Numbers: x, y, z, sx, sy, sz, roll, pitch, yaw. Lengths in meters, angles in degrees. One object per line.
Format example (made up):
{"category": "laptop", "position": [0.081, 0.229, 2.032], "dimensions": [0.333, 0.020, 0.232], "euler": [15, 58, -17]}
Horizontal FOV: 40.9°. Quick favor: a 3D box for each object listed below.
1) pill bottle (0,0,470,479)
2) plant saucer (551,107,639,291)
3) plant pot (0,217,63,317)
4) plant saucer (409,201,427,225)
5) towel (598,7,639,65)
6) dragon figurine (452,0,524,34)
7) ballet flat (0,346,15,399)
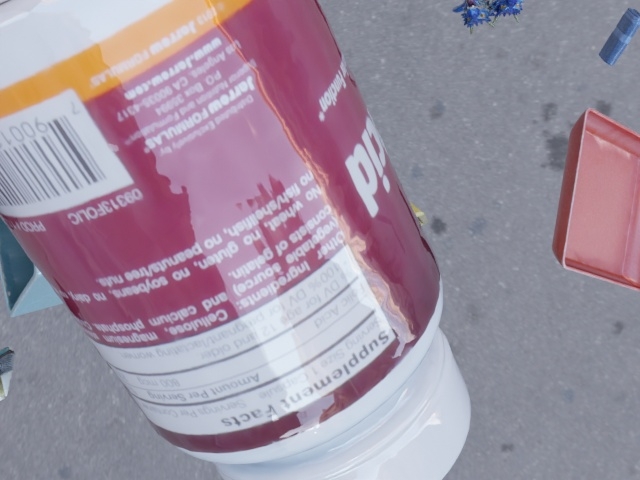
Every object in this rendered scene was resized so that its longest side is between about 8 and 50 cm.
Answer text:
{"category": "pill bottle", "position": [-0.054, -0.003, 0.553], "dimensions": [0.224, 0.224, 0.392], "euler": [-31, 118, -6]}
{"category": "plant saucer", "position": [0.474, -0.061, 1.428], "dimensions": [0.259, 0.048, 0.259], "euler": [14, 83, -41]}
{"category": "plant pot", "position": [-0.455, -0.027, 1.599], "dimensions": [0.252, 0.247, 0.247], "euler": [-9, 73, -33]}
{"category": "plant saucer", "position": [0.000, 0.000, 1.354], "dimensions": [0.333, 0.333, 0.081], "euler": [-25, 86, 7]}
{"category": "towel", "position": [0.652, -0.440, 1.858], "dimensions": [0.029, 0.067, 0.119], "euler": [21, 121, -11]}
{"category": "dragon figurine", "position": [0.220, -0.346, 1.153], "dimensions": [0.085, 0.289, 0.143], "euler": [0, 100, 6]}
{"category": "ballet flat", "position": [-0.261, 0.110, 0.661], "dimensions": [0.041, 0.114, 0.041], "euler": [0, 91, -1]}
